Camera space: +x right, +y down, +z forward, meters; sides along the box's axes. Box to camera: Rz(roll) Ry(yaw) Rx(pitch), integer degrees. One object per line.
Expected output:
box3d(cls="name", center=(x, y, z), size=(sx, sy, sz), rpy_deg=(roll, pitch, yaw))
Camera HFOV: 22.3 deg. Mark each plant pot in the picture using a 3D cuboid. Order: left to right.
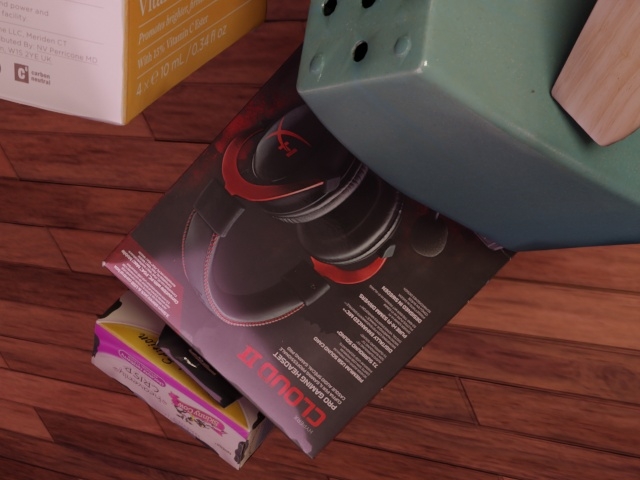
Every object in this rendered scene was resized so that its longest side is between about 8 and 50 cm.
box3d(cls="plant pot", center=(0.111, -0.105, 0.979), size=(0.234, 0.166, 0.165), rpy_deg=(20, 164, -41))

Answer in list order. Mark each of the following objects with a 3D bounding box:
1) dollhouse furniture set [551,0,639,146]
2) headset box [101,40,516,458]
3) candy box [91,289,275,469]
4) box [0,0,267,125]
box3d(cls="dollhouse furniture set", center=(0.317, -0.078, 0.801), size=(0.303, 0.198, 0.286), rpy_deg=(49, 149, 19))
box3d(cls="headset box", center=(0.000, 0.000, 1.210), size=(0.218, 0.110, 0.293), rpy_deg=(44, 104, -1))
box3d(cls="candy box", center=(-0.058, 0.055, 1.364), size=(0.159, 0.233, 0.071), rpy_deg=(34, 146, 12))
box3d(cls="box", center=(-0.138, -0.277, 0.987), size=(0.168, 0.215, 0.345), rpy_deg=(14, 120, 18))
